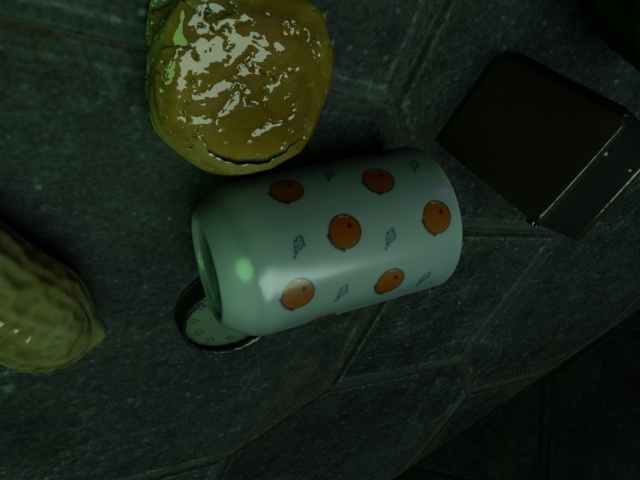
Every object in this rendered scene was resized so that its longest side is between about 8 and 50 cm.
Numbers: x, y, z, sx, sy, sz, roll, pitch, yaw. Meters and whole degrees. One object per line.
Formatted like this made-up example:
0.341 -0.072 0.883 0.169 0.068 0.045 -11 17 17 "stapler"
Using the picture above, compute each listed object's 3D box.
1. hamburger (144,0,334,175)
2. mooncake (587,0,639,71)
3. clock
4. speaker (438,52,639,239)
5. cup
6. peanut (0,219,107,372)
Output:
-0.087 -0.172 0.522 0.214 0.108 0.213 -17 131 -21 "hamburger"
0.556 -0.368 0.620 0.357 0.194 0.356 -1 137 -1 "mooncake"
-0.146 0.118 0.803 0.185 0.040 0.184 -19 137 -19 "clock"
0.331 -0.142 0.733 0.153 0.231 0.192 12 122 -41 "speaker"
0.000 0.000 0.659 0.318 0.212 0.212 -14 135 -23 "cup"
-0.361 0.061 0.530 0.153 0.140 0.325 -17 144 6 "peanut"
